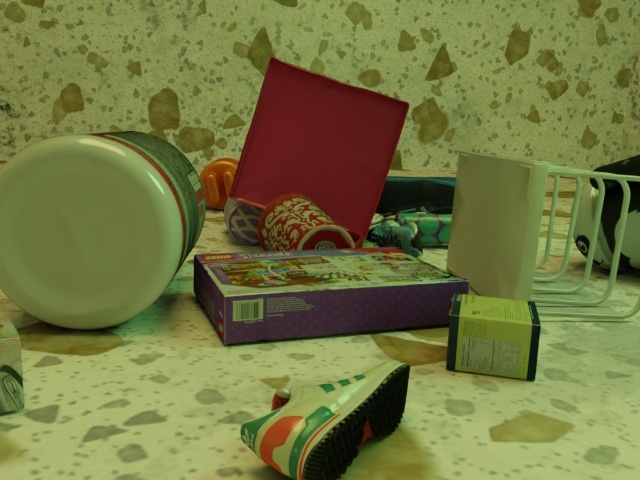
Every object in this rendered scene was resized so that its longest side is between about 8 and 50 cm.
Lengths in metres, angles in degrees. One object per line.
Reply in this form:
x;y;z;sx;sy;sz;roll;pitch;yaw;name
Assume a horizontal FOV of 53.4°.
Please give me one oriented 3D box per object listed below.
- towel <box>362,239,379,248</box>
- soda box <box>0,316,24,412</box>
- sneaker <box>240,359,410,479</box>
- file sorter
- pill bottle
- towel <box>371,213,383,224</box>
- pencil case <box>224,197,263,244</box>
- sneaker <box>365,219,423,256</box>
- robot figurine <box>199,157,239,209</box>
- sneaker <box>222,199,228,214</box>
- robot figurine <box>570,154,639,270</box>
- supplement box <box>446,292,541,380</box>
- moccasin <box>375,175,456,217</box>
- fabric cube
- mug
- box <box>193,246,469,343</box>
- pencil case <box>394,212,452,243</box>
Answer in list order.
0.020;0.008;1.135;0.110;0.027;0.148;-7;15;-36;towel
-0.319;0.104;0.464;0.183;0.063;0.058;-5;13;-32;soda box
0.008;0.119;0.465;0.075;0.057;0.161;15;18;29;sneaker
0.307;-0.016;0.893;0.172;0.193;0.278;3;11;-7;file sorter
-0.260;-0.036;0.825;0.210;0.210;0.363;1;11;-4;pill bottle
0.032;-0.058;1.485;0.197;0.029;0.144;8;13;28;towel
-0.145;-0.046;1.257;0.088;0.086;0.206;34;5;-14;pencil case
0.127;0.004;1.138;0.073;0.064;0.162;-16;9;-19;sneaker
-0.248;-0.148;1.640;0.128;0.158;0.219;41;7;-9;robot figurine
-0.100;-0.082;1.438;0.232;0.082;0.090;2;18;5;sneaker
0.541;-0.040;1.013;0.173;0.209;0.278;-17;3;-41;robot figurine
0.171;0.093;0.635;0.083;0.056;0.083;5;11;13;supplement box
0.269;-0.086;1.458;0.137;0.117;0.341;-7;11;-43;moccasin
-0.009;-0.170;1.193;0.258;0.254;0.258;18;9;-5;fabric cube
-0.005;-0.008;0.969;0.150;0.113;0.169;-24;21;-13;mug
0.004;0.058;0.786;0.293;0.057;0.201;-2;12;-20;box
0.215;-0.021;1.227;0.151;0.065;0.070;1;-4;2;pencil case
